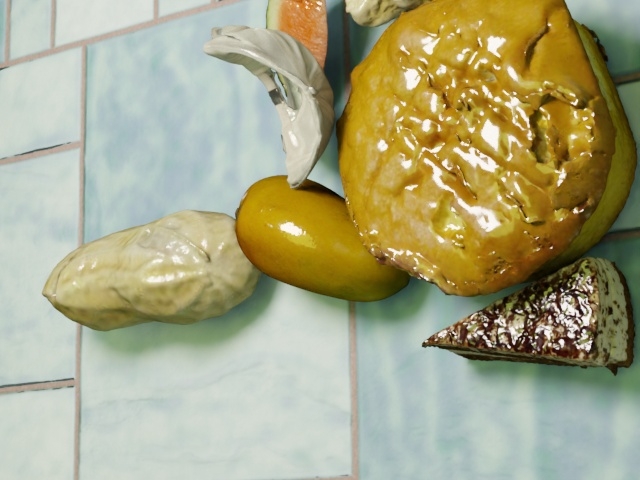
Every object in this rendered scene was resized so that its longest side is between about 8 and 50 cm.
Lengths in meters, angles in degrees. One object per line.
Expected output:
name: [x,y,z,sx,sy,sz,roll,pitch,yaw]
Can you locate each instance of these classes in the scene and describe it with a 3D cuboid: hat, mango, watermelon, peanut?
hat: [-0.039,-0.207,1.898,0.164,0.226,0.219,-21,113,29]
mango: [-0.007,-0.001,1.919,0.254,0.175,0.139,25,106,37]
watermelon: [-0.021,-0.288,2.001,0.119,0.063,0.245,41,139,42]
peanut: [-0.235,0.050,2.085,0.340,0.158,0.174,-11,36,37]

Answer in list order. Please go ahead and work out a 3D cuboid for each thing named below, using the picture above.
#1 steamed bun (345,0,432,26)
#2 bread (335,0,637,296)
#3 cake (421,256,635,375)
steamed bun: [0.126,-0.427,1.941,0.292,0.137,0.295,-49,49,22]
bread: [0.198,-0.116,1.776,0.398,0.215,0.398,-7,79,37]
cake: [0.254,0.082,1.763,0.246,0.112,0.135,2,79,39]
